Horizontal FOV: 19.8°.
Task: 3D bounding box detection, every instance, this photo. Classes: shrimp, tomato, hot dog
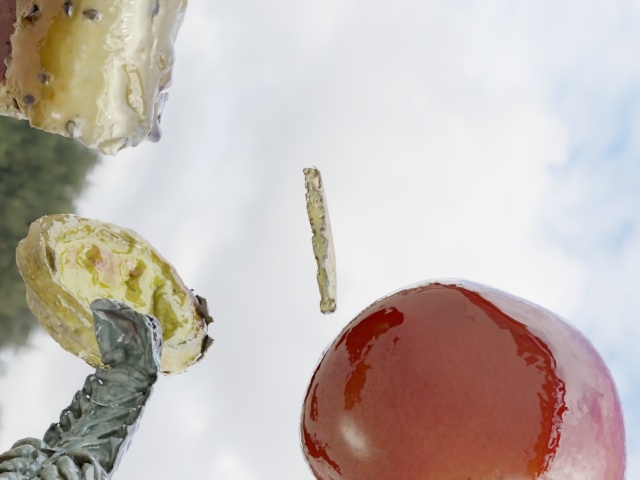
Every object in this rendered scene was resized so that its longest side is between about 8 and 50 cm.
[{"bbox_3d":[-0.258,0.230,1.736,0.410,0.221,0.166,-53,142,-46],"label":"shrimp"},{"bbox_3d":[0.125,0.151,1.519,0.226,0.298,0.298,-61,-161,0],"label":"tomato"},{"bbox_3d":[-0.201,-0.303,1.612,0.367,0.196,0.365,-131,-124,-65],"label":"hot dog"}]

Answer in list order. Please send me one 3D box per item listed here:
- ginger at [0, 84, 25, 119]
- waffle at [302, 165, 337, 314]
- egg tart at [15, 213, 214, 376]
[{"bbox_3d":[-0.339,-0.192,1.938,0.102,0.216,0.157,-56,-175,12],"label":"ginger"},{"bbox_3d":[0.000,0.000,2.114,0.097,0.023,0.153,-91,173,-52],"label":"waffle"},{"bbox_3d":[-0.263,0.078,2.273,0.095,0.279,0.279,-49,-152,26],"label":"egg tart"}]
